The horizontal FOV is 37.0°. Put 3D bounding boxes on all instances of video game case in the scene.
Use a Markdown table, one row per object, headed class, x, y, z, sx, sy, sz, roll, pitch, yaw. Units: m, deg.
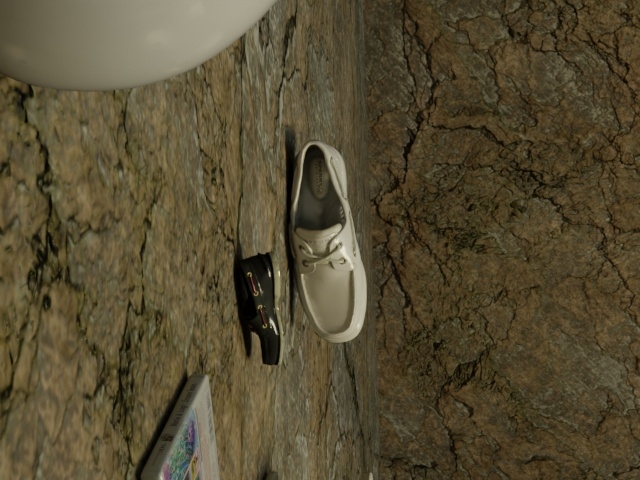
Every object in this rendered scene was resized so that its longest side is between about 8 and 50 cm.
| class | x | y | z | sx | sy | sz | roll | pitch | yaw |
| --- | --- | --- | --- | --- | --- | --- | --- | --- | --- |
| video game case | -0.104 | 0.206 | 0.743 | 0.143 | 0.019 | 0.157 | -71 | 160 | -68 |

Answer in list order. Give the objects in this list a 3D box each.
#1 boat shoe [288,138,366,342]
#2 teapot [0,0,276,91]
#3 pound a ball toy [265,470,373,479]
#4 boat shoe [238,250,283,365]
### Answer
| class | x | y | z | sx | sy | sz | roll | pitch | yaw |
| --- | --- | --- | --- | --- | --- | --- | --- | --- | --- |
| boat shoe | 0.000 | 0.000 | 1.282 | 0.096 | 0.098 | 0.277 | 35 | 46 | -80 |
| teapot | -0.066 | -0.190 | 0.439 | 0.252 | 0.187 | 0.256 | 66 | 23 | -72 |
| pound a ball toy | 0.024 | 0.363 | 0.966 | 0.319 | 0.208 | 0.136 | -65 | 153 | -74 |
| boat shoe | -0.062 | 0.074 | 0.996 | 0.049 | 0.042 | 0.133 | -127 | -151 | -58 |
